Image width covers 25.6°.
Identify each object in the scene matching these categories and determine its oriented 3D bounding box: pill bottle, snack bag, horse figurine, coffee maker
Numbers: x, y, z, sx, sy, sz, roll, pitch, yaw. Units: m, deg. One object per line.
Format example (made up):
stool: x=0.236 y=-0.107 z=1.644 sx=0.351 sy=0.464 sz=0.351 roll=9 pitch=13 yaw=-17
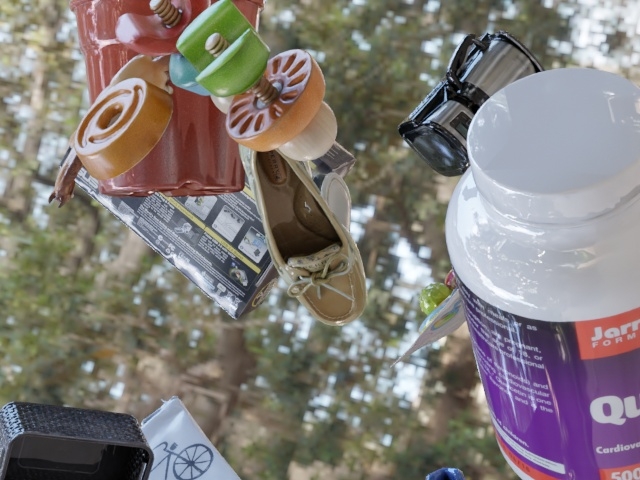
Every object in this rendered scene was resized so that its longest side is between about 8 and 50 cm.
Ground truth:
pill bottle: x=0.193 y=0.039 z=1.020 sx=0.181 sy=0.181 sz=0.323 roll=-58 pitch=-35 yaw=-34
snack bag: x=-0.254 y=0.416 z=1.991 sx=0.323 sy=0.342 sz=0.037 roll=-40 pitch=-46 yaw=-7
horse figurine: x=-0.237 y=-0.162 z=1.729 sx=0.263 sy=0.066 sz=0.174 roll=-45 pitch=2 yaw=10
coffee maker: x=0.201 y=-0.176 z=1.903 sx=0.178 sy=0.120 sz=0.171 roll=-48 pitch=-11 yaw=-15

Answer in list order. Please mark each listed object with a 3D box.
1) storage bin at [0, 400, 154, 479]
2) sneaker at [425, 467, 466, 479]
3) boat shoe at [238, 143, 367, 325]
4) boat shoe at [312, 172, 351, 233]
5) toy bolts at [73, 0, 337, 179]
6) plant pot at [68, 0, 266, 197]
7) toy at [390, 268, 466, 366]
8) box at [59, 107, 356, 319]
storage bin: x=-0.306 y=0.274 z=1.706 sx=0.180 sy=0.084 sz=0.122 roll=10 pitch=-74 yaw=-26
sneaker: x=0.096 y=0.266 z=1.159 sx=0.221 sy=0.083 sz=0.087 roll=-84 pitch=-11 yaw=-67
boat shoe: x=-0.025 y=-0.010 z=1.718 sx=0.285 sy=0.104 sz=0.089 roll=63 pitch=-172 yaw=-18
boat shoe: x=0.000 y=0.000 z=1.874 sx=0.254 sy=0.079 sz=0.095 roll=77 pitch=-147 yaw=-54
toy bolts: x=-0.106 y=-0.127 z=1.311 sx=0.218 sy=0.228 sz=0.158 roll=-39 pitch=-54 yaw=10
plant pot: x=-0.208 y=-0.196 z=1.948 sx=0.272 sy=0.272 sz=0.265 roll=1 pitch=-92 yaw=-64
toy: x=0.173 y=0.065 z=1.806 sx=0.137 sy=0.056 sz=0.237 roll=-24 pitch=-16 yaw=-37
box: x=-0.185 y=-0.120 z=2.199 sx=0.318 sy=0.395 sz=0.097 roll=-57 pitch=-13 yaw=29
